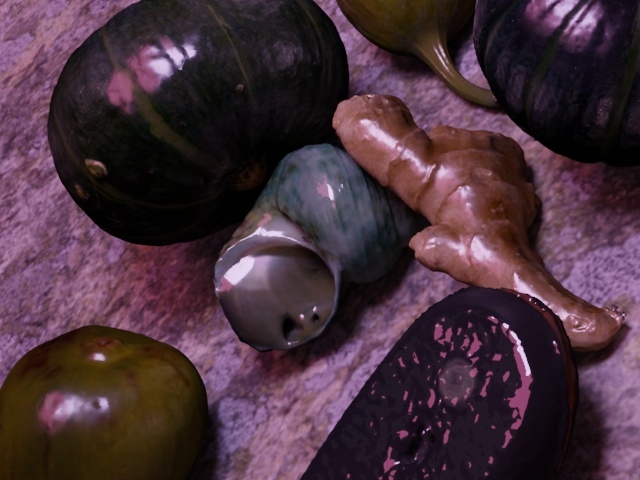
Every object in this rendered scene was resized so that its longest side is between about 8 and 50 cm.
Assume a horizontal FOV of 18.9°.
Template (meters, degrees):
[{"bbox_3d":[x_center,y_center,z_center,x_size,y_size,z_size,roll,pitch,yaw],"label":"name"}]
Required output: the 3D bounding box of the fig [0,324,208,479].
[{"bbox_3d":[-0.205,0.195,1.769,0.203,0.203,0.225,22,114,48],"label":"fig"}]

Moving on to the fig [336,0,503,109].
[{"bbox_3d":[0.109,-0.208,1.842,0.149,0.149,0.245,-33,64,19],"label":"fig"}]

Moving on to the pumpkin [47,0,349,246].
[{"bbox_3d":[-0.119,-0.129,1.823,0.300,0.300,0.207,-38,75,14],"label":"pumpkin"}]

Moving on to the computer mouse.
[{"bbox_3d":[0.093,0.186,1.537,0.323,0.116,0.183,-54,47,10],"label":"computer mouse"}]

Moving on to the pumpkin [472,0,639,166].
[{"bbox_3d":[0.249,-0.172,1.613,0.250,0.216,0.250,-2,58,3],"label":"pumpkin"}]

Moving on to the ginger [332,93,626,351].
[{"bbox_3d":[0.138,-0.018,1.653,0.334,0.148,0.081,57,140,34],"label":"ginger"}]

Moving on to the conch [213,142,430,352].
[{"bbox_3d":[-0.001,0.002,1.759,0.188,0.122,0.176,-25,64,30],"label":"conch"}]
